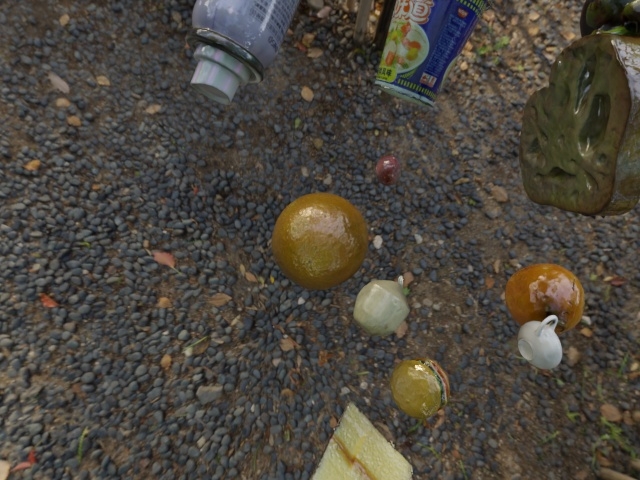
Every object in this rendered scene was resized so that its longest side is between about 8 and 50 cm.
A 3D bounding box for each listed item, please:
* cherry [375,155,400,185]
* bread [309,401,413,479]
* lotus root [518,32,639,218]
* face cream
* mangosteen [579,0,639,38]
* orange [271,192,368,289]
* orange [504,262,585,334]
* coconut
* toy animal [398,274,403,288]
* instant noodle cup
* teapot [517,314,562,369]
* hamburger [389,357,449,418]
[{"bbox_3d":[0.241,-0.245,1.506,0.090,0.225,0.107,-5,86,0],"label":"cherry"},{"bbox_3d":[0.095,0.486,0.850,0.178,0.240,0.135,13,117,21],"label":"bread"},{"bbox_3d":[0.561,-0.218,0.875,0.111,0.390,0.375,-3,57,-4],"label":"lotus root"},{"bbox_3d":[-0.044,-0.224,0.334,0.075,0.075,0.229,24,90,-1],"label":"face cream"},{"bbox_3d":[0.818,-0.575,1.044,0.311,0.311,0.311,1,78,-6],"label":"mangosteen"},{"bbox_3d":[0.000,0.000,1.117,0.274,0.274,0.274,1,78,-6],"label":"orange"},{"bbox_3d":[0.758,0.198,1.385,0.246,0.246,0.246,1,78,-6],"label":"orange"},{"bbox_3d":[0.229,0.246,1.539,0.224,0.224,0.224,1,78,-6],"label":"coconut"},{"bbox_3d":[0.327,0.244,1.709,0.041,0.075,0.217,7,75,7],"label":"toy animal"},{"bbox_3d":[0.301,-0.576,1.208,0.284,0.284,0.312,20,108,-2],"label":"instant noodle cup"},{"bbox_3d":[0.662,0.311,1.243,0.092,0.226,0.145,-15,40,-14],"label":"teapot"},{"bbox_3d":[0.269,0.396,1.110,0.115,0.162,0.162,-1,75,-46],"label":"hamburger"}]
